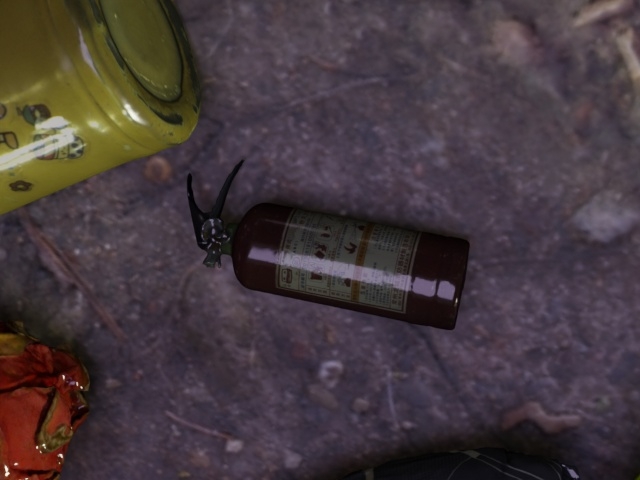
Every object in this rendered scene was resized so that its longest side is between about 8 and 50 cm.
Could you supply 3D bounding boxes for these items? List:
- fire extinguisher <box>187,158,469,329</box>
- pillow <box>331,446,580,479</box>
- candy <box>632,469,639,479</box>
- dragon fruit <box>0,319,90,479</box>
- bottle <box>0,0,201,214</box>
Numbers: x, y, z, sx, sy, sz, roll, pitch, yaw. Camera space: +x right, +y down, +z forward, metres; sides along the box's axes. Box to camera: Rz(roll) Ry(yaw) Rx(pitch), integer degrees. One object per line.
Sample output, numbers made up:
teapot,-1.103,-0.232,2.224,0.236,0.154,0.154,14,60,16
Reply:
fire extinguisher,0.000,0.000,0.895,0.231,0.071,0.099,13,80,10
pillow,0.060,0.259,0.934,0.335,0.092,0.161,-20,109,17
candy,0.256,0.244,0.879,0.069,0.149,0.246,31,113,43
dragon fruit,-0.273,0.138,0.962,0.218,0.148,0.223,21,133,35
bottle,-0.281,-0.093,0.872,0.351,0.171,0.171,-20,100,17
